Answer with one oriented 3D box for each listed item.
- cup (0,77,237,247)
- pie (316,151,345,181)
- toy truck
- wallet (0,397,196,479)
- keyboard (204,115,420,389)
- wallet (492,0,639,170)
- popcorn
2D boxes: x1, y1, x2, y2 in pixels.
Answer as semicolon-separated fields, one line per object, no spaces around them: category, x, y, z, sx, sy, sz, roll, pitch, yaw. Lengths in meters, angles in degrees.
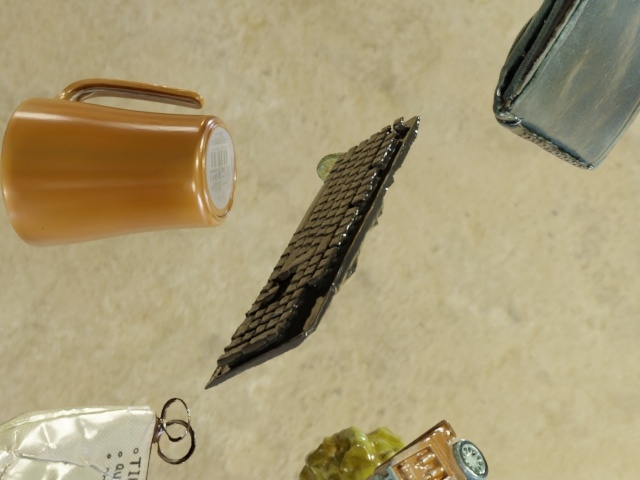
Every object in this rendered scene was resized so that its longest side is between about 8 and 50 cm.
cup;-0.239;-0.100;1.473;0.264;0.182;0.226;1;59;14
pie;0.032;-0.108;1.845;0.084;0.084;0.021;8;61;-16
toy truck;0.154;0.368;1.354;0.305;0.136;0.162;57;30;13
wallet;-0.281;0.321;1.305;0.275;0.068;0.335;12;93;-45
keyboard;-0.001;-0.001;0.623;0.015;0.074;0.196;52;37;-18
wallet;0.297;-0.206;1.344;0.075;0.237;0.342;32;10;27
popcorn;0.056;0.384;1.679;0.174;0.286;0.225;-5;65;-16
